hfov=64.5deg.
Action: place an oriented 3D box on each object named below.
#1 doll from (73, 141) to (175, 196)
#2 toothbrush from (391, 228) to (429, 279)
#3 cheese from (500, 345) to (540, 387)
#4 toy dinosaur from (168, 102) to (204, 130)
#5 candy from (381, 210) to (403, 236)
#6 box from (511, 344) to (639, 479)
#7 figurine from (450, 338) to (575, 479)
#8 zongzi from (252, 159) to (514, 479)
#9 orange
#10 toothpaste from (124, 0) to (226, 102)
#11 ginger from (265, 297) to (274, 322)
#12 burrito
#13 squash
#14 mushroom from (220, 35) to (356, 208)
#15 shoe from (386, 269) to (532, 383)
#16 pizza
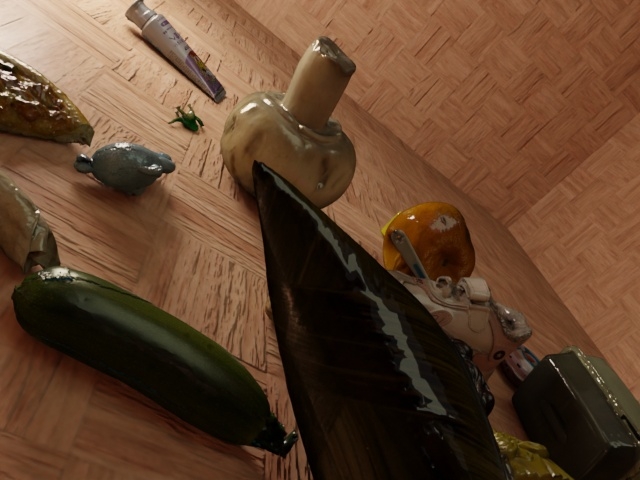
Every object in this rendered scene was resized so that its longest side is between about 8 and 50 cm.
[{"bbox_3d":[-0.276,-0.104,0.761,0.120,0.075,0.180,3,4,-1],"label":"doll"},{"bbox_3d":[0.252,0.116,1.143,0.386,0.040,0.040,55,15,-27],"label":"toothbrush"},{"bbox_3d":[0.506,0.304,1.336,0.286,0.074,0.189,53,22,25],"label":"cheese"},{"bbox_3d":[-0.281,-0.253,1.066,0.060,0.029,0.119,51,20,-12],"label":"toy dinosaur"},{"bbox_3d":[0.313,0.026,1.492,0.276,0.088,0.146,20,30,-44],"label":"candy"},{"bbox_3d":[0.555,0.388,1.075,0.166,0.220,0.290,11,33,-17],"label":"box"},{"bbox_3d":[0.239,0.306,0.816,0.188,0.168,0.315,4,24,-16],"label":"figurine"},{"bbox_3d":[0.049,0.175,0.495,0.432,0.208,0.403,56,15,-38],"label":"zongzi"},{"bbox_3d":[0.263,0.023,1.236,0.249,0.249,0.183,27,5,-35],"label":"orange"},{"bbox_3d":[-0.358,-0.478,1.296,0.299,0.073,0.114,44,21,-20],"label":"toothpaste"},{"bbox_3d":[-0.008,0.096,0.838,0.089,0.075,0.288,56,22,21],"label":"ginger"},{"bbox_3d":[-0.369,-0.074,0.528,0.275,0.059,0.082,46,-18,4],"label":"burrito"},{"bbox_3d":[-0.149,0.130,0.516,0.331,0.087,0.087,38,22,-16],"label":"squash"},{"bbox_3d":[-0.035,-0.233,1.035,0.315,0.336,0.314,24,35,-18],"label":"mushroom"},{"bbox_3d":[0.261,0.145,1.038,0.351,0.198,0.172,36,20,-21],"label":"shoe"},{"bbox_3d":[-0.439,-0.207,0.661,0.292,0.058,0.197,34,24,-22],"label":"pizza"}]
